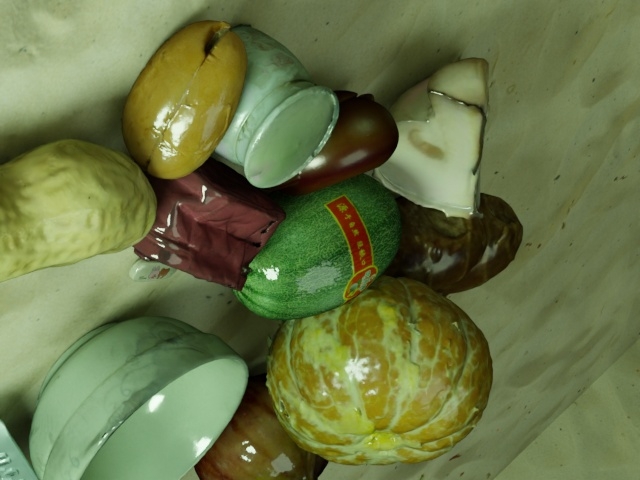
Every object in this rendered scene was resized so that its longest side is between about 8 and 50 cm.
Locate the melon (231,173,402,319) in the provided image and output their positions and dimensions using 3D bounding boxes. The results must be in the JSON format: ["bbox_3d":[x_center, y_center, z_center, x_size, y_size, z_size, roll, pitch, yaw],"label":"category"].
[{"bbox_3d":[0.000,0.000,2.089,0.288,0.182,0.182,-33,151,-33],"label":"melon"}]

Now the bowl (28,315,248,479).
[{"bbox_3d":[-0.253,0.219,2.019,0.307,0.163,0.307,-38,154,-23],"label":"bowl"}]

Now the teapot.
[{"bbox_3d":[-0.010,-0.129,1.958,0.252,0.135,0.178,-22,179,-45],"label":"teapot"}]

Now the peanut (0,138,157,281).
[{"bbox_3d":[-0.297,-0.035,1.619,0.319,0.147,0.147,-11,137,-48],"label":"peanut"}]

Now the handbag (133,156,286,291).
[{"bbox_3d":[-0.150,-0.028,1.850,0.135,0.146,0.225,-56,154,5],"label":"handbag"}]

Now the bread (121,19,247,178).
[{"bbox_3d":[-0.150,-0.153,1.704,0.189,0.114,0.077,-60,170,15],"label":"bread"}]

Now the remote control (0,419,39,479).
[{"bbox_3d":[-0.420,0.292,1.983,0.103,0.051,0.293,-17,150,-5],"label":"remote control"}]

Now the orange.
[{"bbox_3d":[0.084,0.185,2.228,0.329,0.249,0.329,-4,155,-2],"label":"orange"}]

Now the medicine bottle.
[{"bbox_3d":[-0.071,-0.152,1.796,0.147,0.143,0.147,-37,154,-21],"label":"medicine bottle"}]

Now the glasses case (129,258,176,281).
[{"bbox_3d":[-0.211,0.035,1.987,0.083,0.021,0.032,-6,134,-55],"label":"glasses case"}]

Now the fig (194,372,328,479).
[{"bbox_3d":[-0.083,0.317,2.404,0.235,0.214,0.235,-56,179,-1],"label":"fig"}]

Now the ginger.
[{"bbox_3d":[0.146,0.029,2.417,0.274,0.152,0.357,-38,161,28],"label":"ginger"}]

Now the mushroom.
[{"bbox_3d":[0.154,-0.173,2.177,0.236,0.162,0.173,90,3,-50],"label":"mushroom"}]
